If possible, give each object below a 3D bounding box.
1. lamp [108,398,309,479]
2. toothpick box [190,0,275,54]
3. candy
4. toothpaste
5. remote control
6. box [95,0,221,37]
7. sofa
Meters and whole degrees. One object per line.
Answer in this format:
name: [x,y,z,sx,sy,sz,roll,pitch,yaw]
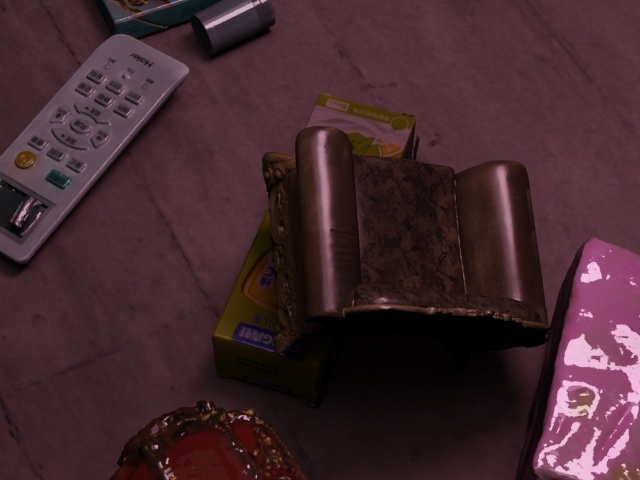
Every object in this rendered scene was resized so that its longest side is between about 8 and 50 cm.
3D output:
lamp: [-0.067,0.269,1.222,0.177,0.177,0.274,-27,62,-17]
toothpick box: [-0.098,-0.249,1.644,0.083,0.052,0.052,-28,60,-17]
candy: [0.252,0.146,1.309,0.115,0.155,0.265,17,57,4]
toothpaste: [0.000,0.000,1.457,0.110,0.077,0.327,16,57,10]
remote control: [-0.259,-0.099,1.543,0.103,0.051,0.293,29,64,19]
box: [-0.160,-0.329,1.705,0.229,0.041,0.162,-21,57,-14]
sofa: [0.085,-0.001,1.322,0.258,0.182,0.200,9,66,-31]
